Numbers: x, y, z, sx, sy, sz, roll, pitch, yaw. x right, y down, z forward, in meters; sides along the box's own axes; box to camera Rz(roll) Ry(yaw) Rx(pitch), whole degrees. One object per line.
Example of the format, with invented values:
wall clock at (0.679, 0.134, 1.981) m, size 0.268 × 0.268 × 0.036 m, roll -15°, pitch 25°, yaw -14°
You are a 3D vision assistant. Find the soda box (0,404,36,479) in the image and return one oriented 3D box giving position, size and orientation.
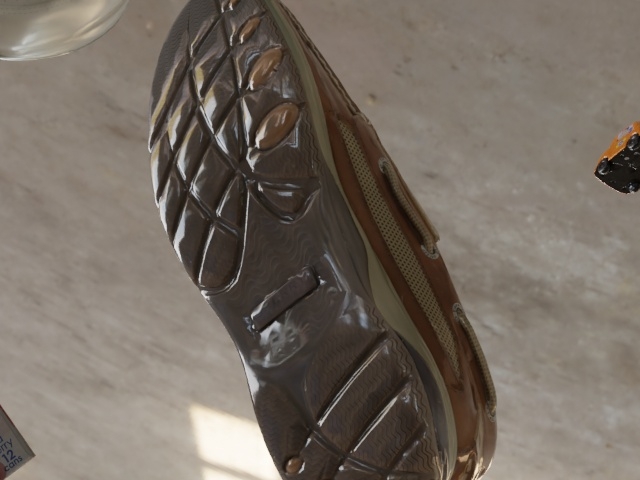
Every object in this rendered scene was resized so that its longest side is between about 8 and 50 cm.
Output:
soda box at (-0.297, 0.131, 0.796) m, size 0.263 × 0.092 × 0.083 m, roll -4°, pitch 120°, yaw 58°

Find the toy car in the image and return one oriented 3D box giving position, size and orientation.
toy car at (0.259, -0.052, 0.795) m, size 0.122 × 0.040 × 0.060 m, roll 17°, pitch 141°, yaw -1°

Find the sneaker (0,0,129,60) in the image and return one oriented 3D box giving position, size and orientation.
sneaker at (-0.063, -0.114, 0.337) m, size 0.053 × 0.152 × 0.061 m, roll 29°, pitch 146°, yaw 8°

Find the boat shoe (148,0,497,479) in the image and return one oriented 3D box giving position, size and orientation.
boat shoe at (0.000, 0.000, 0.614) m, size 0.123 × 0.324 × 0.116 m, roll -32°, pitch 156°, yaw 31°
